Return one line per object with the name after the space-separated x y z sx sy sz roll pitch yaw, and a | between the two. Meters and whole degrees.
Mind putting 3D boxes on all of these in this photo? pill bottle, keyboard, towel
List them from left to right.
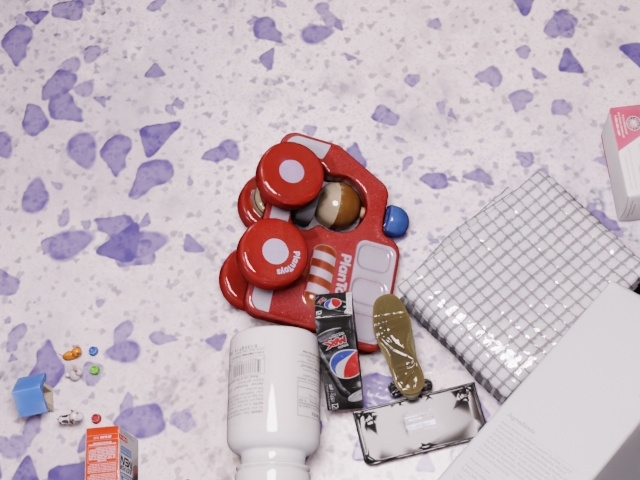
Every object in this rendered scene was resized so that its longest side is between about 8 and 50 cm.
-0.065 0.245 1.417 0.131 0.131 0.229 -3 66 6 | pill bottle
0.139 0.248 1.450 0.180 0.023 0.108 -14 72 0 | keyboard
0.288 0.066 1.460 0.284 0.121 0.235 -40 66 -9 | towel

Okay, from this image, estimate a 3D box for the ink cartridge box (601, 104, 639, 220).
0.547 -0.125 1.522 0.218 0.092 0.158 -6 66 3 | ink cartridge box

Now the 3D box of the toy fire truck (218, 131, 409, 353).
0.000 0.000 1.520 0.254 0.169 0.302 17 68 -11 | toy fire truck

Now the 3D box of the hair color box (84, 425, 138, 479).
-0.291 0.352 1.421 0.053 0.093 0.167 -6 66 5 | hair color box

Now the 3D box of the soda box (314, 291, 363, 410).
0.027 0.156 1.423 0.053 0.169 0.060 -6 32 4 | soda box

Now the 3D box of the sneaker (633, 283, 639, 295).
0.521 0.069 1.467 0.161 0.057 0.075 33 58 21 | sneaker

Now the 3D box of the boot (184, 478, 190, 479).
-0.122 0.480 1.351 0.270 0.089 0.236 23 82 16 | boot

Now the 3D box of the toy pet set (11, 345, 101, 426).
-0.391 0.214 1.510 0.114 0.065 0.122 -11 65 2 | toy pet set

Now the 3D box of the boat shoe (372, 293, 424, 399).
0.111 0.151 1.452 0.056 0.048 0.153 -18 67 -5 | boat shoe

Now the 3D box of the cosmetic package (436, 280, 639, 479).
0.326 0.268 1.298 0.385 0.217 0.156 -46 52 -10 | cosmetic package
